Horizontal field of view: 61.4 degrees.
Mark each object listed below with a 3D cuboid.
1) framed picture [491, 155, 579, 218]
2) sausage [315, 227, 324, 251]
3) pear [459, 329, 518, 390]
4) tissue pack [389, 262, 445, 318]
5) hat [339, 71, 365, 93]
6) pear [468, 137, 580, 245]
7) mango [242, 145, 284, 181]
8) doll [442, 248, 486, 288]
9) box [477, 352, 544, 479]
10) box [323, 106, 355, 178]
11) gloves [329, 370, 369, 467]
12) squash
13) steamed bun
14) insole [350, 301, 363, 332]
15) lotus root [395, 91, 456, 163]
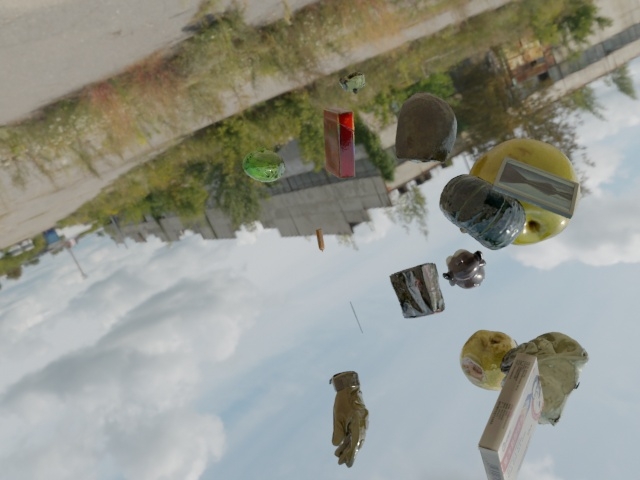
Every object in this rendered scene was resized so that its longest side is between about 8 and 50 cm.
[{"bbox_3d":[0.551,-0.139,1.376,0.203,0.015,0.150,24,-133,13],"label":"framed picture"},{"bbox_3d":[0.000,0.000,2.441,0.031,0.107,0.031,-9,-168,2],"label":"sausage"},{"bbox_3d":[0.722,0.503,2.290,0.271,0.271,0.271,-23,-168,5],"label":"pear"},{"bbox_3d":[0.461,0.248,2.584,0.123,0.244,0.332,-11,172,-19],"label":"tissue pack"},{"bbox_3d":[0.105,-0.498,1.709,0.076,0.059,0.077,-30,-155,-11],"label":"hat"},{"bbox_3d":[0.685,-0.166,1.833,0.363,0.362,0.418,-19,-141,22],"label":"pear"},{"bbox_3d":[-0.193,-0.248,1.792,0.178,0.119,0.100,-18,145,-58],"label":"mango"},{"bbox_3d":[0.594,0.121,2.188,0.182,0.257,0.117,-38,-131,12],"label":"doll"},{"bbox_3d":[0.565,0.529,1.575,0.069,0.214,0.353,4,-142,37],"label":"box"},{"bbox_3d":[0.091,-0.476,2.607,0.089,0.313,0.197,-10,-157,-16],"label":"box"},{"bbox_3d":[0.107,0.641,1.945,0.141,0.330,0.154,-5,156,2],"label":"gloves"},{"bbox_3d":[0.464,-0.084,1.558,0.165,0.252,0.252,-59,-174,11],"label":"squash"},{"bbox_3d":[0.772,0.473,1.935,0.238,0.346,0.394,30,-152,16],"label":"steamed bun"},{"bbox_3d":[0.152,0.325,2.297,0.002,0.152,0.053,-24,157,7],"label":"insole"},{"bbox_3d":[0.404,-0.424,2.014,0.210,0.313,0.142,22,162,-32],"label":"lotus root"}]
